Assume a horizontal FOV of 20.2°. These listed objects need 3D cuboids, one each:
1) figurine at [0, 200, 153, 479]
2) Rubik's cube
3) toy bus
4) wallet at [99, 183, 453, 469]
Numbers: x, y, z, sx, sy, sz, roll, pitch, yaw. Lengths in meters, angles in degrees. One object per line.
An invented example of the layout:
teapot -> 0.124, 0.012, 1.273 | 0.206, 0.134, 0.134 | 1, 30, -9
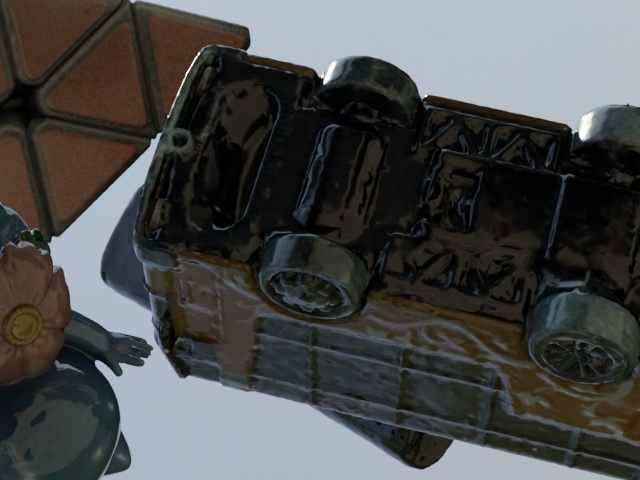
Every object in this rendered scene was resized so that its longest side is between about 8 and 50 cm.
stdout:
figurine -> -0.170, 0.054, 0.879 | 0.114, 0.144, 0.178 | -43, -49, -52
Rubik's cube -> -0.234, -0.114, 1.276 | 0.228, 0.229, 0.233 | 46, -137, -1
toy bus -> 0.067, 0.016, 1.050 | 0.194, 0.323, 0.162 | 89, -165, -59
wallet -> 0.000, -0.001, 1.358 | 0.062, 0.406, 0.228 | 39, -99, -40
